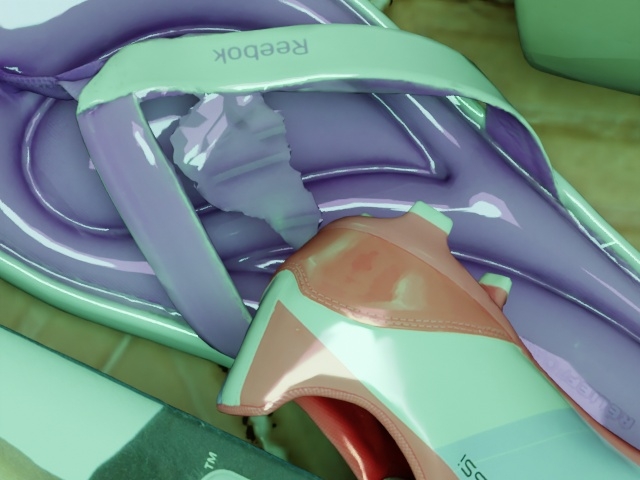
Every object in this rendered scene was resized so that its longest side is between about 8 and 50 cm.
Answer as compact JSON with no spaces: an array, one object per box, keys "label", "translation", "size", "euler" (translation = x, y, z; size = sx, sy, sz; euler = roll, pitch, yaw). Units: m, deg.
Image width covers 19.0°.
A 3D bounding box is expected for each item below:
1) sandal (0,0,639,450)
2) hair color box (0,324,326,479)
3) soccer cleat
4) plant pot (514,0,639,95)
[{"label":"sandal","translation":[0.007,-0.014,0.709],"size":[0.416,0.102,0.169],"euler":[31,81,-7]},{"label":"hair color box","translation":[-0.122,0.122,0.622],"size":[0.347,0.105,0.174],"euler":[28,71,-23]},{"label":"soccer cleat","translation":[0.073,0.093,0.648],"size":[0.248,0.083,0.095],"euler":[44,69,-15]},{"label":"plant pot","translation":[0.207,-0.163,0.671],"size":[0.280,0.323,0.323],"euler":[-1,85,10]}]
